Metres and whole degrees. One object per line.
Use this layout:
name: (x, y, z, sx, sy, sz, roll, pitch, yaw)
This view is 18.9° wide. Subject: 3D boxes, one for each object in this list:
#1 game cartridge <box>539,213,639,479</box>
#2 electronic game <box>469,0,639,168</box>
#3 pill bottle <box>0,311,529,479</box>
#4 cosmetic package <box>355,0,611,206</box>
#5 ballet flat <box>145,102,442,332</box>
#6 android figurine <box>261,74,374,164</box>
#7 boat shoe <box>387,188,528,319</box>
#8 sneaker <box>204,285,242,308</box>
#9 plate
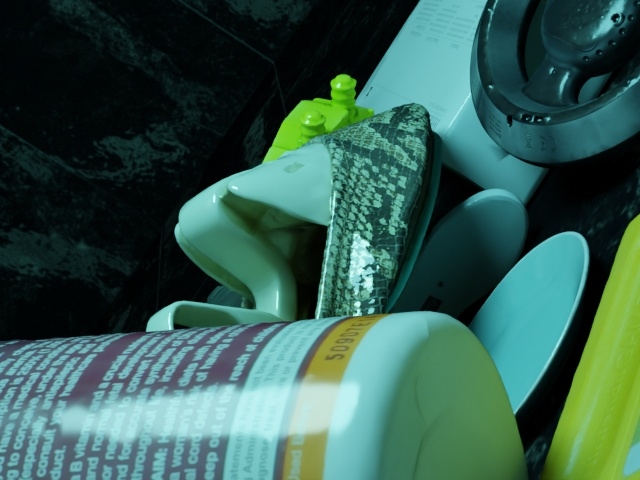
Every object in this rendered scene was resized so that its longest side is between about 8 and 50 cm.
game cartridge: (0.222, 0.019, 0.929, 0.323, 0.052, 0.285, -40, 20, 52)
electronic game: (0.196, -0.156, 1.339, 0.229, 0.048, 0.229, -26, 50, 35)
pill bottle: (-0.104, 0.160, 1.028, 0.392, 0.224, 0.224, -5, 40, 25)
cosmetic package: (0.164, -0.188, 1.609, 0.284, 0.097, 0.377, -55, 12, 3)
ballet flat: (-0.026, 0.066, 1.278, 0.164, 0.182, 0.483, -43, 29, 48)
android figurine: (0.000, 0.000, 1.548, 0.248, 0.056, 0.273, -50, -31, -52)
boat shoe: (0.088, 0.023, 1.439, 0.183, 0.065, 0.083, -54, 13, 22)
sneaker: (-0.029, 0.062, 1.746, 0.286, 0.109, 0.130, -56, 17, 14)
plate: (0.124, 0.079, 1.249, 0.188, 0.024, 0.188, -55, 11, 16)
